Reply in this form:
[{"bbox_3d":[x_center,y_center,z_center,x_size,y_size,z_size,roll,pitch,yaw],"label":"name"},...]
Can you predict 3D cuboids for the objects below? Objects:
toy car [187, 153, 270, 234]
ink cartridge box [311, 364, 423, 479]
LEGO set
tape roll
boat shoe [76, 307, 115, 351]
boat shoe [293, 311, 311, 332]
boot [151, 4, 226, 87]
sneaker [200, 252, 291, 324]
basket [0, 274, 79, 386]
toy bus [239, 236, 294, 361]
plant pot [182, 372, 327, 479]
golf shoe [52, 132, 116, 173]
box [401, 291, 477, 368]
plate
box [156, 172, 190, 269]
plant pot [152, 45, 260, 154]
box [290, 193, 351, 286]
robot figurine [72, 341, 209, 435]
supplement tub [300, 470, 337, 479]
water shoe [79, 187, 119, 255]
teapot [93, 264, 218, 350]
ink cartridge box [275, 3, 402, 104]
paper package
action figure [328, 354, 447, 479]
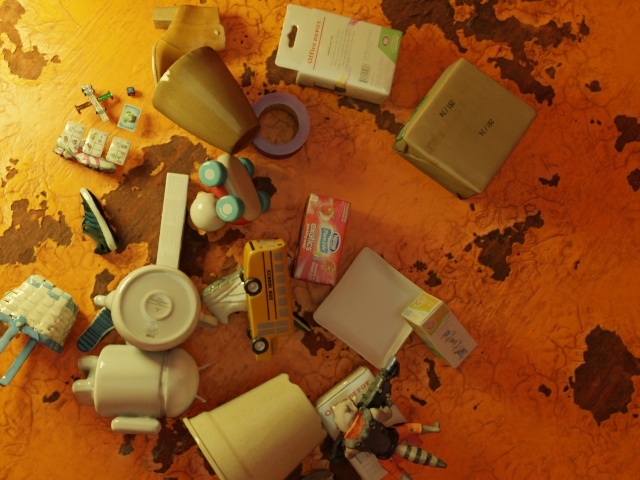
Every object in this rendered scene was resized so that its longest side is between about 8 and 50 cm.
[{"bbox_3d":[-0.309,-0.115,1.753,0.238,0.219,0.210,-26,91,21],"label":"toy car"},{"bbox_3d":[0.134,0.542,1.792,0.207,0.117,0.283,-36,92,-7],"label":"ink cartridge box"},{"bbox_3d":[-0.630,-0.353,1.763,0.183,0.060,0.244,18,74,-15],"label":"LEGO set"},{"bbox_3d":[-0.128,-0.344,1.817,0.189,0.080,0.188,0,87,-8],"label":"tape roll"},{"bbox_3d":[-0.625,0.242,1.734,0.066,0.066,0.183,46,73,-4],"label":"boat shoe"},{"bbox_3d":[-0.098,0.235,1.813,0.152,0.056,0.049,36,95,-1],"label":"boat shoe"},{"bbox_3d":[-0.385,-0.560,1.783,0.211,0.104,0.294,-1,84,-7],"label":"boot"},{"bbox_3d":[-0.209,0.133,1.787,0.297,0.111,0.129,-32,104,-1],"label":"sneaker"},{"bbox_3d":[-0.797,0.254,1.628,0.201,0.255,0.288,28,66,-7],"label":"basket"},{"bbox_3d":[-0.151,0.167,1.701,0.130,0.108,0.332,-8,107,-12],"label":"toy bus"},{"bbox_3d":[-0.164,0.543,1.678,0.306,0.334,0.333,-33,92,-19],"label":"plant pot"},{"bbox_3d":[-0.677,-0.255,1.750,0.186,0.067,0.085,24,84,-6],"label":"golf shoe"},{"bbox_3d":[0.355,0.267,1.805,0.103,0.114,0.203,-44,113,-8],"label":"box"},{"bbox_3d":[0.161,0.207,1.847,0.277,0.045,0.278,38,83,-5],"label":"plate"},{"bbox_3d":[-0.435,-0.034,1.773,0.067,0.063,0.323,6,87,-8],"label":"box"},{"bbox_3d":[-0.300,-0.370,1.703,0.237,0.237,0.254,-44,86,-7],"label":"plant pot"},{"bbox_3d":[0.000,0.000,1.796,0.128,0.122,0.256,13,86,-7],"label":"box"},{"bbox_3d":[-0.493,0.391,1.679,0.354,0.199,0.299,3,57,-6],"label":"robot figurine"},{"bbox_3d":[0.012,0.788,1.767,0.117,0.117,0.190,-15,89,-8],"label":"supplement tub"},{"bbox_3d":[-0.662,-0.054,1.741,0.080,0.073,0.203,-27,91,-5],"label":"water shoe"},{"bbox_3d":[-0.453,0.193,1.675,0.253,0.187,0.256,-33,88,-23],"label":"teapot"},{"bbox_3d":[0.049,-0.562,1.828,0.354,0.119,0.207,13,87,-7],"label":"ink cartridge box"},{"bbox_3d":[0.436,-0.337,1.844,0.310,0.168,0.324,35,85,-3],"label":"paper package"},{"bbox_3d":[0.189,0.504,1.658,0.330,0.178,0.341,26,86,-15],"label":"action figure"}]
